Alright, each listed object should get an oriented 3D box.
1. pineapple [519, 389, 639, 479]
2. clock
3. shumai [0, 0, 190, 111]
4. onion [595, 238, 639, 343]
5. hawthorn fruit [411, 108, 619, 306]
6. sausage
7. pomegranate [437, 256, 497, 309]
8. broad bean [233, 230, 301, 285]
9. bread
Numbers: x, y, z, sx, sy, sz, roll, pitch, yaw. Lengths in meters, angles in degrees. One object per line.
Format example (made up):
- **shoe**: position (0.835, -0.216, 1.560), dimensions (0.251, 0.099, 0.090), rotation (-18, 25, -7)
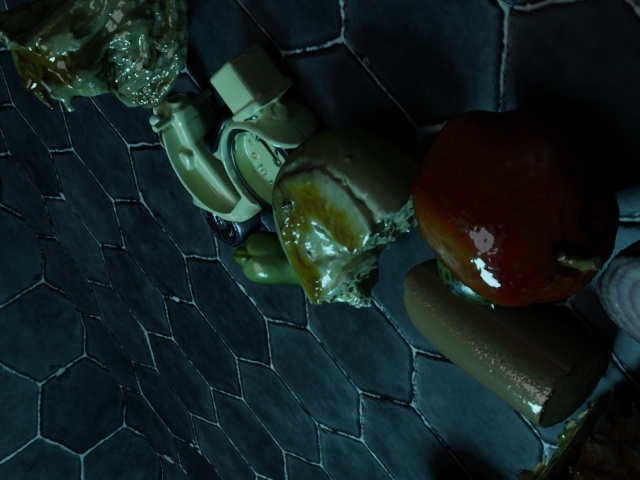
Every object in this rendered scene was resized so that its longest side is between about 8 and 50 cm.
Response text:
- **pineapple**: position (0.341, 0.375, 1.215), dimensions (0.300, 0.352, 0.352), rotation (41, 151, 6)
- **clock**: position (-0.128, -0.136, 1.613), dimensions (0.276, 0.120, 0.379), rotation (56, 148, -9)
- **shumai**: position (-0.346, -0.330, 1.527), dimensions (0.314, 0.262, 0.267), rotation (-53, 56, 47)
- **onion**: position (0.402, 0.070, 1.017), dimensions (0.250, 0.111, 0.247), rotation (35, 167, 13)
- **hawthorn fruit**: position (0.208, -0.025, 1.077), dimensions (0.253, 0.205, 0.205), rotation (-119, 12, -56)
- **sausage**: position (0.222, 0.119, 1.322), dimensions (0.253, 0.123, 0.123), rotation (38, 148, 33)
- **pomegranate**: position (0.202, 0.004, 1.253), dimensions (0.122, 0.122, 0.161), rotation (11, 100, 53)
- **broad bean**: position (-0.046, 0.035, 1.612), dimensions (0.124, 0.175, 0.082), rotation (14, 88, 66)
- **bread**: position (0.033, -0.044, 1.386), dimensions (0.192, 0.171, 0.314), rotation (49, 151, 17)
